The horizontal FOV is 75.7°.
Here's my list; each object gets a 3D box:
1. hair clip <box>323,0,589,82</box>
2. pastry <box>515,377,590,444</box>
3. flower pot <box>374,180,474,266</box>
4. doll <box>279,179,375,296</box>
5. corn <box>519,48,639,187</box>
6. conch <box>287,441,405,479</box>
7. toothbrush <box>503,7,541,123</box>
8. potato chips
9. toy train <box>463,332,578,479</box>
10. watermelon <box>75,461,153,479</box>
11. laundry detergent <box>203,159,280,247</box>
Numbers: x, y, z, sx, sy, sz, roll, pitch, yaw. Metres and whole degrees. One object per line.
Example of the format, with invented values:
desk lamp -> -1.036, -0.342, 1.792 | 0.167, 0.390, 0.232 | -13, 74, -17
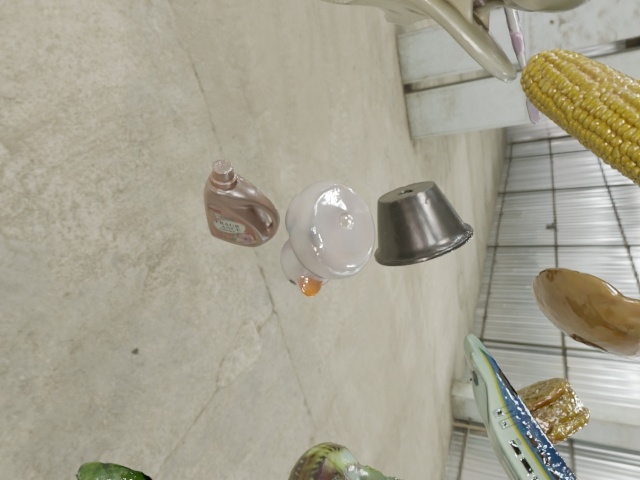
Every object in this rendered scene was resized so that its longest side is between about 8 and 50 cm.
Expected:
hair clip -> 0.157, -0.285, 0.486 | 0.172, 0.282, 0.113 | -16, 138, -45
pastry -> 0.472, 0.377, 0.892 | 0.188, 0.188, 0.103 | 14, 44, -61
flower pot -> 0.247, -0.057, 1.085 | 0.269, 0.269, 0.166 | -37, 109, -57
doll -> 0.000, 0.000, 0.905 | 0.221, 0.221, 0.251 | 40, 49, -54
corn -> 0.392, -0.166, 0.550 | 0.106, 0.106, 0.305 | 43, 12, -53
conch -> 0.041, 0.351, 0.534 | 0.187, 0.181, 0.124 | 16, 96, -31
toothbrush -> 0.392, -0.406, 0.824 | 0.029, 0.024, 0.354 | -26, 101, -66
potato chips -> 0.336, 0.100, 0.488 | 0.062, 0.195, 0.208 | -63, -171, -4
toy train -> 0.203, 0.202, 0.436 | 0.234, 0.051, 0.052 | -114, -175, -45
watermelon -> -0.234, 0.429, 0.523 | 0.123, 0.129, 0.301 | -23, 111, -64
laundry detergent -> -0.171, -0.075, 0.916 | 0.237, 0.171, 0.076 | 107, -2, -57
